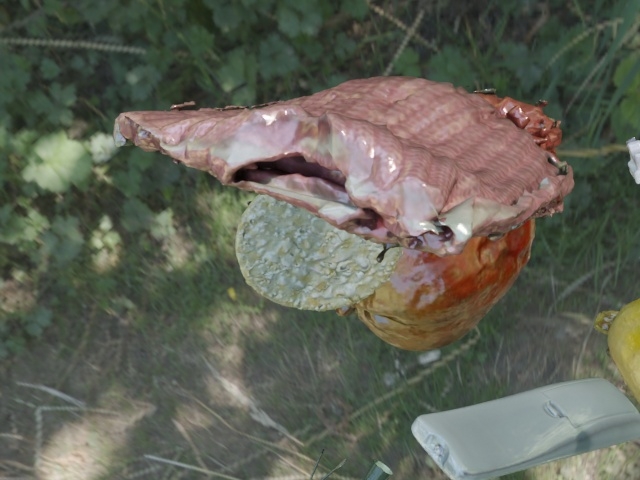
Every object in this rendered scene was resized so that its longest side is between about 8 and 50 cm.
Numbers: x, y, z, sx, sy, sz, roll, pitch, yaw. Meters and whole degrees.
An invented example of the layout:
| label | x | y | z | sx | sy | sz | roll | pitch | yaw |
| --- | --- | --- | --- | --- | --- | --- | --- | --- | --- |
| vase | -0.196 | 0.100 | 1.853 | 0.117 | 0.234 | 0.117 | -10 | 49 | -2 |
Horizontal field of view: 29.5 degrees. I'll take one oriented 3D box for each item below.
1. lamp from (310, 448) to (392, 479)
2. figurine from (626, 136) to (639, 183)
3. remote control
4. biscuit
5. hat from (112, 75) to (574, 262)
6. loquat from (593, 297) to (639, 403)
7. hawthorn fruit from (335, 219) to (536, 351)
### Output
| label | x | y | z | sx | sy | sz | roll | pitch | yaw |
| --- | --- | --- | --- | --- | --- | --- | --- | --- | --- |
| lamp | 0.040 | 0.304 | 1.574 | 0.054 | 0.121 | 0.041 | -54 | 46 | 7 |
| figurine | 0.477 | -0.017 | 1.483 | 0.181 | 0.144 | 0.257 | -26 | 108 | -7 |
| remote control | 0.131 | 0.108 | 0.726 | 0.050 | 0.184 | 0.027 | 47 | 124 | 34 |
| biscuit | 0.000 | 0.000 | 1.060 | 0.152 | 0.152 | 0.020 | -16 | 32 | 4 |
| hat | 0.047 | -0.041 | 0.707 | 0.236 | 0.286 | 0.107 | 22 | 111 | 34 |
| loquat | 0.412 | 0.124 | 1.417 | 0.204 | 0.150 | 0.172 | 14 | 39 | 35 |
| hawthorn fruit | 0.112 | -0.006 | 1.365 | 0.261 | 0.258 | 0.258 | -16 | 68 | -9 |
